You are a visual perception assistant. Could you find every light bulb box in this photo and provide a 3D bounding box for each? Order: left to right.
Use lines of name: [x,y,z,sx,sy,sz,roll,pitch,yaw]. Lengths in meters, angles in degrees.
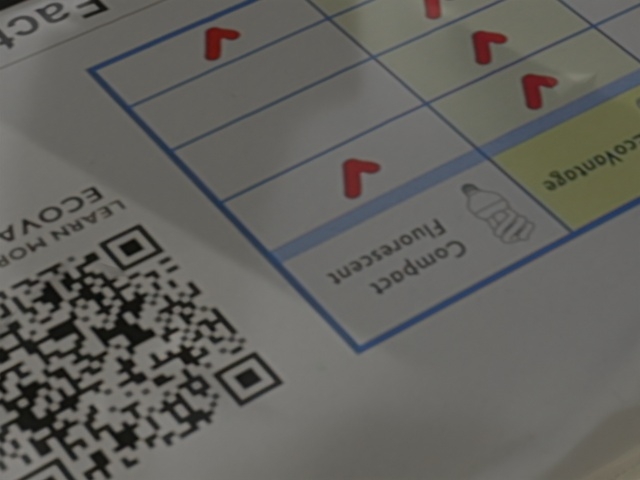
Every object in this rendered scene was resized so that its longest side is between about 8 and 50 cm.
light bulb box: [0.000,0.000,0.552,0.358,0.361,0.225,-26,-39,-25]
